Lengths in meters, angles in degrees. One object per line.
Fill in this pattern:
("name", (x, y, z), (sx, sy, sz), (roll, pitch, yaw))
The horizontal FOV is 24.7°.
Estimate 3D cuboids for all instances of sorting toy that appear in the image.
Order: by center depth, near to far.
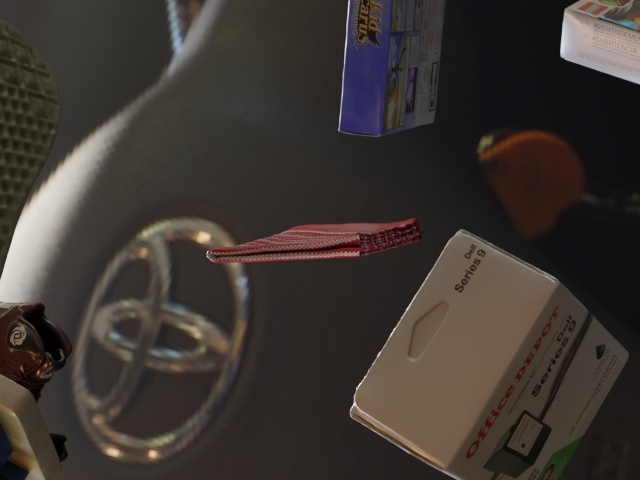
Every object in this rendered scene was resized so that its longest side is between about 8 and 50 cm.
("sorting toy", (-0.368, 0.171, 1.323), (0.089, 0.257, 0.255), (-57, -18, -27))

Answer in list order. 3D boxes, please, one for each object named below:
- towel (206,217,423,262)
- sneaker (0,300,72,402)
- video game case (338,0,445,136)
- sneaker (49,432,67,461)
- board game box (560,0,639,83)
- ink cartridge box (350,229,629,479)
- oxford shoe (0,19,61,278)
("towel", (0.000, 0.000, 1.821), (0.198, 0.275, 0.031), (-4, 93, 20))
("sneaker", (-0.421, 0.216, 2.039), (0.162, 0.106, 0.281), (-10, 80, 34))
("video game case", (0.098, -0.278, 1.880), (0.244, 0.061, 0.270), (-23, -61, -69))
("sneaker", (-0.373, 0.286, 1.806), (0.235, 0.097, 0.084), (-67, -26, -69))
("board game box", (0.377, -0.208, 1.295), (0.193, 0.305, 0.053), (25, 132, 33))
("ink cartridge box", (0.176, 0.142, 1.456), (0.121, 0.289, 0.211), (29, 87, 30))
("oxford shoe", (-0.299, -0.002, 0.970), (0.130, 0.169, 0.449), (-25, 26, 24))
